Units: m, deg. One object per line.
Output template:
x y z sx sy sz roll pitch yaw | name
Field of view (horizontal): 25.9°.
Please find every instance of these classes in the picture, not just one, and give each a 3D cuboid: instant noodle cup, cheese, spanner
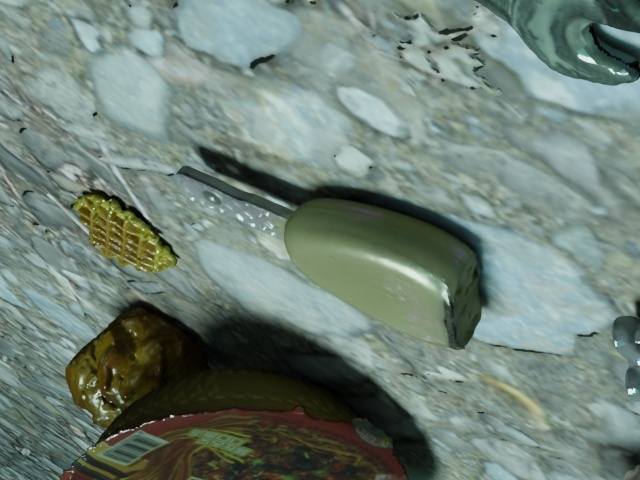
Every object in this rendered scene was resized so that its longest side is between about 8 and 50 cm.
-0.065 0.167 1.073 0.274 0.091 0.274 -2 142 -2 | instant noodle cup
0.000 0.000 0.781 0.192 0.037 0.097 23 155 20 | cheese
-0.007 -0.143 0.525 0.302 0.017 0.071 30 161 3 | spanner

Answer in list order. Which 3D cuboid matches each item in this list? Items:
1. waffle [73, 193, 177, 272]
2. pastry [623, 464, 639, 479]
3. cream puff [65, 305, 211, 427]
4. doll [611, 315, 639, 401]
-0.142 -0.005 0.989 0.078 0.016 0.085 14 152 30 | waffle
0.237 0.202 0.808 0.265 0.112 0.103 16 160 18 | pastry
-0.150 0.112 1.140 0.122 0.094 0.116 25 155 28 | cream puff
0.199 0.069 0.627 0.180 0.079 0.094 21 135 58 | doll
